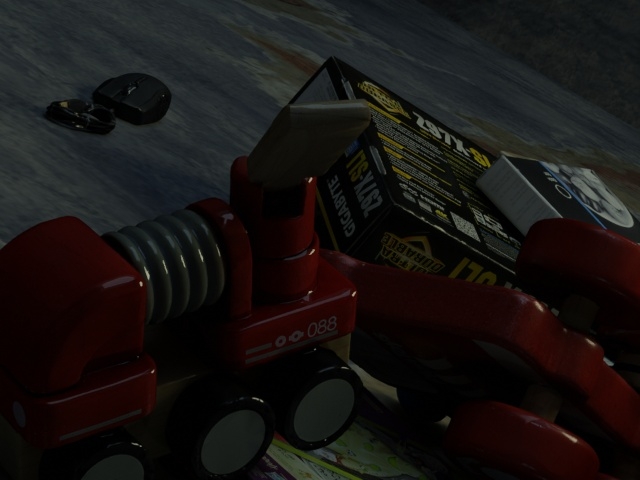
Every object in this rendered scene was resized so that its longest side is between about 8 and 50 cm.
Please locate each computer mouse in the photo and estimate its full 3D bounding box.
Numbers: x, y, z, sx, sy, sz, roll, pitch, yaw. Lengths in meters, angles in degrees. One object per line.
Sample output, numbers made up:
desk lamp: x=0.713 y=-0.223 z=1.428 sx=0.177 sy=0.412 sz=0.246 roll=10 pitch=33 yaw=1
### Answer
computer mouse: x=-0.209 y=-0.143 z=1.842 sx=0.071 sy=0.041 sz=0.242 roll=28 pitch=15 yaw=8

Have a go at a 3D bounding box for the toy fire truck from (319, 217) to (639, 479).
toy fire truck: x=0.131 y=0.095 z=1.284 sx=0.254 sy=0.169 sz=0.302 roll=12 pitch=-18 yaw=40

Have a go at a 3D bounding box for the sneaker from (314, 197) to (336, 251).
sneaker: x=0.000 y=0.000 z=1.621 sx=0.078 sy=0.067 sz=0.188 roll=18 pitch=17 yaw=-50

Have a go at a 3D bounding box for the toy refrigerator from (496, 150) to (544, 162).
toy refrigerator: x=0.288 y=0.008 z=2.020 sx=0.094 sy=0.102 sz=0.269 roll=10 pitch=21 yaw=-45

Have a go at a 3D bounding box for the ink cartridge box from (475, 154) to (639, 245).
ink cartridge box: x=0.262 y=0.012 z=1.675 sx=0.208 sy=0.045 sz=0.206 roll=51 pitch=22 yaw=22

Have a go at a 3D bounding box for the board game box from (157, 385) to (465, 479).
board game box: x=-0.041 y=0.111 z=1.200 sx=0.208 sy=0.056 sz=0.347 roll=8 pitch=22 yaw=-39

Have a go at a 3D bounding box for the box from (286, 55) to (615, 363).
box: x=0.134 y=-0.009 z=1.664 sx=0.322 sy=0.079 sz=0.257 roll=29 pitch=22 yaw=-29

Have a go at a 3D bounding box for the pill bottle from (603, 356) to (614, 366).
pill bottle: x=0.245 y=0.158 z=1.427 sx=0.160 sy=0.087 sz=0.087 roll=35 pitch=17 yaw=33

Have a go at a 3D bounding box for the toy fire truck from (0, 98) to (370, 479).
toy fire truck: x=-0.070 y=0.016 z=0.986 sx=0.217 sy=0.246 sz=0.158 roll=-16 pitch=36 yaw=-31
